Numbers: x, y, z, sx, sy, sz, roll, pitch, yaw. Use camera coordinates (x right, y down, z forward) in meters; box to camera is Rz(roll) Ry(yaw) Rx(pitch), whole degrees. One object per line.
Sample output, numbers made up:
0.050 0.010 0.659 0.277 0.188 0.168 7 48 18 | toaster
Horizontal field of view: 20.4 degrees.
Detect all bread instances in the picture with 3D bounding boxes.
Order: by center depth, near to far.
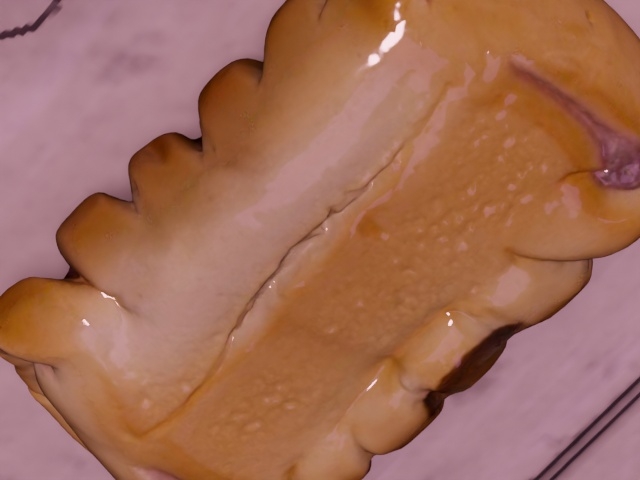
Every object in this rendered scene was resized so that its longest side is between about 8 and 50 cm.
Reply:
0.000 0.000 0.547 0.225 0.081 0.134 -42 120 14 | bread
